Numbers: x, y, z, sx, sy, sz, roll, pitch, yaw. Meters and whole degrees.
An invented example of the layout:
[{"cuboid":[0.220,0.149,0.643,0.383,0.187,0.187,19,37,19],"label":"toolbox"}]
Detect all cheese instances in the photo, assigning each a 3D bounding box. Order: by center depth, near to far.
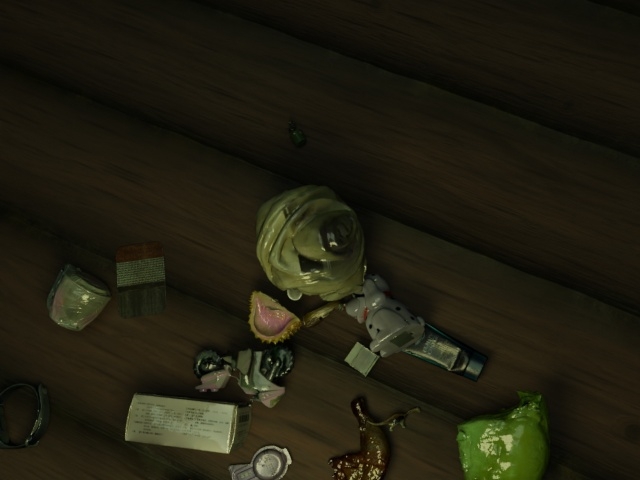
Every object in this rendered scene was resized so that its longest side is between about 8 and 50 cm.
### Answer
[{"cuboid":[-0.180,0.688,1.838,0.191,0.042,0.105,-23,74,0],"label":"cheese"}]

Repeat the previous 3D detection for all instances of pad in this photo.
[{"cuboid":[-0.527,0.113,2.009,0.323,0.055,0.249,-13,74,20],"label":"pad"}]

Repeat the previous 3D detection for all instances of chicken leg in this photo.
[{"cuboid":[0.122,0.641,1.807,0.177,0.083,0.322,18,80,23],"label":"chicken leg"}]

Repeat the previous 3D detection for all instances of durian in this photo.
[{"cuboid":[0.524,0.595,1.726,0.256,0.204,0.339,-6,84,18],"label":"durian"},{"cuboid":[-0.141,0.236,1.881,0.182,0.165,0.132,11,115,2],"label":"durian"}]

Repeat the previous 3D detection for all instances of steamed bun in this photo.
[{"cuboid":[0.000,0.000,1.767,0.394,0.237,0.346,38,71,-9],"label":"steamed bun"}]

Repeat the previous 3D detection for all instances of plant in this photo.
[{"cuboid":[-0.090,-0.373,2.090,0.051,0.051,0.102,-31,71,-3],"label":"plant"}]

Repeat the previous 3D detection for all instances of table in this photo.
[{"cuboid":[0.128,0.366,1.877,0.083,0.062,0.079,34,82,12],"label":"table"}]

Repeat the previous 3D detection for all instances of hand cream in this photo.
[{"cuboid":[0.372,0.337,1.872,0.271,0.061,0.120,24,84,19],"label":"hand cream"}]

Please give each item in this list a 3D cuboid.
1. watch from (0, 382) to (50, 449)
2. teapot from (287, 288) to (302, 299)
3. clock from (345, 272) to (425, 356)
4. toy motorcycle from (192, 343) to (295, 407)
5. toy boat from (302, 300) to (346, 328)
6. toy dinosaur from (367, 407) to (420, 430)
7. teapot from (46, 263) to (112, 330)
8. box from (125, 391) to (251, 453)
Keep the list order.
[{"cuboid":[-0.956,0.563,1.935,0.193,0.068,0.206,-22,73,1],"label":"watch"},{"cuboid":[-0.057,0.049,1.937,0.204,0.139,0.298,1,77,8],"label":"teapot"},{"cuboid":[0.181,0.210,1.864,0.189,0.189,0.254,-33,60,-3],"label":"clock"},{"cuboid":[-0.236,0.421,1.862,0.327,0.143,0.188,-6,76,12],"label":"toy motorcycle"},{"cuboid":[0.013,0.229,1.933,0.149,0.047,0.049,-27,89,1],"label":"toy boat"},{"cuboid":[0.221,0.544,1.821,0.180,0.037,0.058,-9,105,-31],"label":"toy dinosaur"},{"cuboid":[-0.810,0.187,1.966,0.222,0.163,0.178,33,88,12],"label":"teapot"},{"cuboid":[-0.389,0.543,1.828,0.333,0.173,0.145,4,78,7],"label":"box"}]
